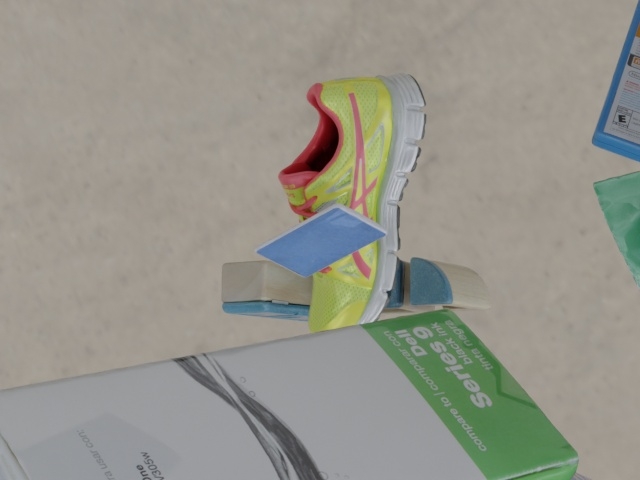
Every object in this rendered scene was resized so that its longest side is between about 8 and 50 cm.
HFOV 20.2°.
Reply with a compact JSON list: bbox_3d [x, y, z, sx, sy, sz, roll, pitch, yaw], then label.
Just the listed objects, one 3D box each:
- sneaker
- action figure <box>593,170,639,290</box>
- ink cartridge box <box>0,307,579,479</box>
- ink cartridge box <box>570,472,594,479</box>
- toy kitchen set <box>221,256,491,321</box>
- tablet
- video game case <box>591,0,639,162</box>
[{"bbox_3d":[0.008,-0.025,1.309,0.094,0.081,0.208,5,100,-26],"label":"sneaker"},{"bbox_3d":[0.216,0.064,0.811,0.137,0.063,0.232,-11,118,14],"label":"action figure"},{"bbox_3d":[-0.049,0.159,0.862,0.289,0.121,0.211,-7,137,-41],"label":"ink cartridge box"},{"bbox_3d":[0.205,0.313,1.099,0.395,0.151,0.270,25,96,-11],"label":"ink cartridge box"},{"bbox_3d":[0.027,0.100,1.535,0.122,0.207,0.166,10,79,-48],"label":"toy kitchen set"},{"bbox_3d":[0.000,0.000,1.251,0.083,0.006,0.054,-29,139,35],"label":"tablet"},{"bbox_3d":[0.237,-0.102,1.053,0.119,0.166,0.015,20,149,5],"label":"video game case"}]
